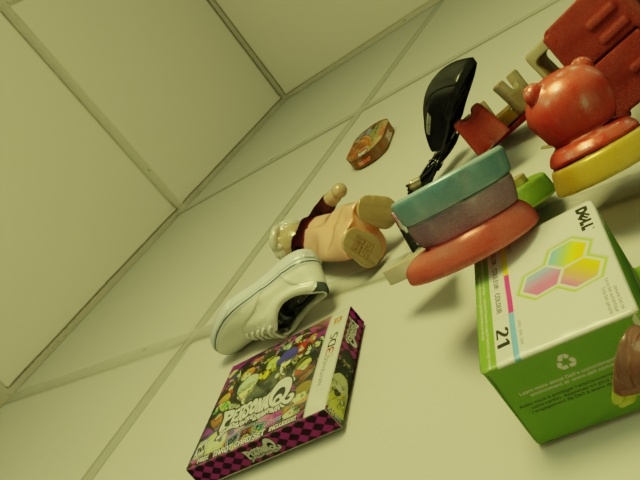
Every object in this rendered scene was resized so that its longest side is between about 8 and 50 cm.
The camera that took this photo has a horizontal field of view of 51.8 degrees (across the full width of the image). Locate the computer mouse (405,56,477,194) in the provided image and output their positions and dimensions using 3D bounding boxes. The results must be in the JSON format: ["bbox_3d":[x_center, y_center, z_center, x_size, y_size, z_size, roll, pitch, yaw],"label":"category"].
[{"bbox_3d":[0.179,-0.175,1.078,0.184,0.060,0.262,-59,-15,-16],"label":"computer mouse"}]

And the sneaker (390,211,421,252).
[{"bbox_3d":[0.159,-0.027,0.969,0.077,0.072,0.178,-29,4,-2],"label":"sneaker"}]

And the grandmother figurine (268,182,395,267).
[{"bbox_3d":[0.000,0.000,1.190,0.208,0.104,0.342,-58,21,-16],"label":"grandmother figurine"}]

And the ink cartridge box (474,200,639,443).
[{"bbox_3d":[0.271,0.038,0.573,0.255,0.097,0.189,-31,20,25],"label":"ink cartridge box"}]

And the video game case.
[{"bbox_3d":[-0.055,0.206,0.888,0.232,0.042,0.210,-30,19,26],"label":"video game case"}]

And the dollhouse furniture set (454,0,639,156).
[{"bbox_3d":[0.353,-0.218,0.955,0.201,0.152,0.374,-41,-3,-39],"label":"dollhouse furniture set"}]

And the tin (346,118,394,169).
[{"bbox_3d":[0.124,-0.235,1.602,0.106,0.040,0.190,-32,19,32],"label":"tin"}]

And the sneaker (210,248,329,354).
[{"bbox_3d":[-0.089,0.122,1.079,0.258,0.094,0.091,-45,47,26],"label":"sneaker"}]

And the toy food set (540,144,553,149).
[{"bbox_3d":[0.382,-0.159,0.956,0.122,0.019,0.078,-35,14,-18],"label":"toy food set"}]

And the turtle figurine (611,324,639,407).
[{"bbox_3d":[0.280,0.093,0.356,0.217,0.087,0.269,19,61,47],"label":"turtle figurine"}]

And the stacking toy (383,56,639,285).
[{"bbox_3d":[0.190,-0.074,0.776,0.309,0.130,0.279,-30,-1,-19],"label":"stacking toy"}]
